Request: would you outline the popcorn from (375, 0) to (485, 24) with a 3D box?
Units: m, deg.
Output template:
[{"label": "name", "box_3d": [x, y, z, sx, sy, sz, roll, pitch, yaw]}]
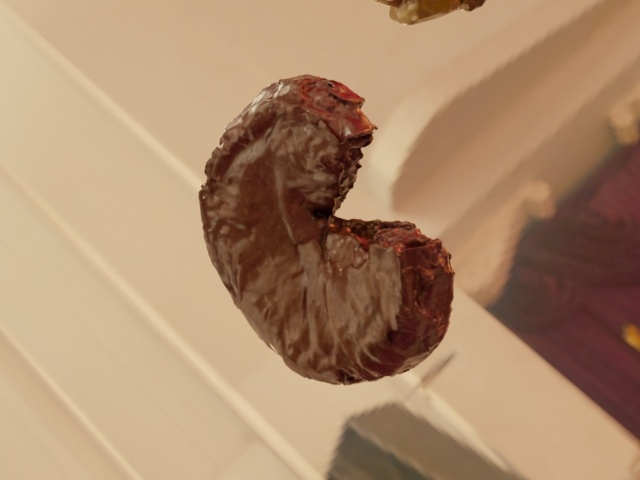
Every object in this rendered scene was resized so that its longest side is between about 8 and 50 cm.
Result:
[{"label": "popcorn", "box_3d": [0.066, -0.273, 1.413, 0.163, 0.140, 0.194, -15, -74, -33]}]

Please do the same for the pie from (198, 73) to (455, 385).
[{"label": "pie", "box_3d": [0.000, 0.000, 1.197, 0.054, 0.219, 0.204, -26, -18, -42]}]
